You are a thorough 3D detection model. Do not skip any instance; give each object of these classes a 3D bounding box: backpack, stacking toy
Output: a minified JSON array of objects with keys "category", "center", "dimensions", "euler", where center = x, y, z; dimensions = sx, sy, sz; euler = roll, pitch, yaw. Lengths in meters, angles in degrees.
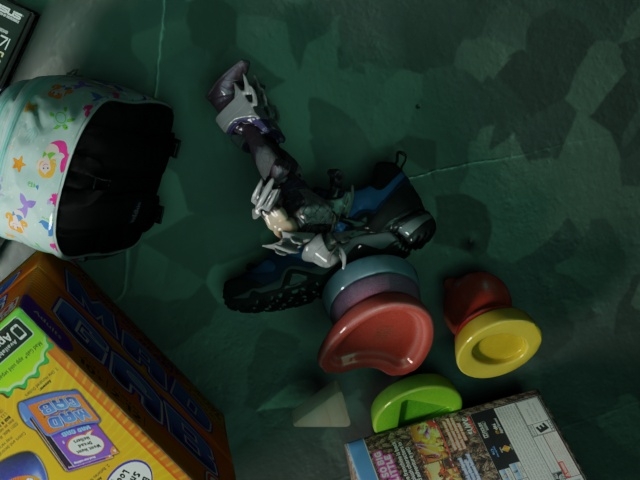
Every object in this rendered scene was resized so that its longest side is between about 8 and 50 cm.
[{"category":"backpack","center":[-0.302,-0.092,1.338],"dimensions":[0.191,0.253,0.225],"euler":[19,100,8]},{"category":"stacking toy","center":[0.108,0.139,1.513],"dimensions":[0.309,0.130,0.279],"euler":[13,129,-31]}]

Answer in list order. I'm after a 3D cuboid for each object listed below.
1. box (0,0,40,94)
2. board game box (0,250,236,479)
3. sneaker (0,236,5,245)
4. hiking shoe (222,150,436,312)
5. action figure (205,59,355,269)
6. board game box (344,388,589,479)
[{"category":"box","center":[-0.462,-0.256,1.367],"dimensions":[0.180,0.077,0.147],"euler":[26,96,-13]},{"category":"board game box","center":[-0.353,0.273,1.349],"dimensions":[0.356,0.356,0.356],"euler":[-41,104,1]},{"category":"sneaker","center":[-0.421,-0.038,1.435],"dimensions":[0.089,0.051,0.170],"euler":[38,99,-14]},{"category":"hiking shoe","center":[0.000,0.000,1.493],"dimensions":[0.304,0.113,0.132],"euler":[-24,76,1]},{"category":"action figure","center":[-0.044,-0.080,1.374],"dimensions":[0.099,0.185,0.285],"euler":[-37,70,17]},{"category":"board game box","center":[0.206,0.363,1.500],"dimensions":[0.291,0.232,0.141],"euler":[-15,128,-5]}]
